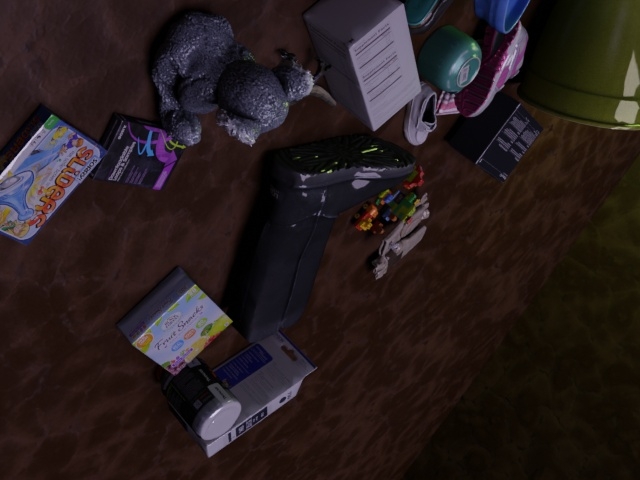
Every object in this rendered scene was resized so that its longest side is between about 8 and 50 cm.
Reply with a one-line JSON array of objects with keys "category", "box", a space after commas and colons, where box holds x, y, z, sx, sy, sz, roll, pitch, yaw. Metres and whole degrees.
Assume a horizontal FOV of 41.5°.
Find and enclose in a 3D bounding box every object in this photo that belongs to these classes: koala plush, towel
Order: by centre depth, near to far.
[{"category": "koala plush", "box": [-0.138, -0.239, 1.334, 0.196, 0.221, 0.203, -40, 145, -22]}, {"category": "towel", "box": [0.352, -0.385, 2.011, 0.144, 0.029, 0.197, -14, 135, -44]}]

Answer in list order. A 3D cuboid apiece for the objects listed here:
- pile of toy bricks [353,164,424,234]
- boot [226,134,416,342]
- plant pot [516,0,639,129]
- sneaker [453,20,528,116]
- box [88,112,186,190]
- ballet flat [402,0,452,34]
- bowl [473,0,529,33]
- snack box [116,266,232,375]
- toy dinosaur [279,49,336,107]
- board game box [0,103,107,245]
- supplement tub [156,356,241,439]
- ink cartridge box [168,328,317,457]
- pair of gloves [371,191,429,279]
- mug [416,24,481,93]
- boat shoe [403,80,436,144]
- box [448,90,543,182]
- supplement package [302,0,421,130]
[{"category": "pile of toy bricks", "box": [0.189, -0.085, 2.066, 0.212, 0.105, 0.118, -50, 150, 4]}, {"category": "boot", "box": [-0.002, 0.000, 1.867, 0.367, 0.146, 0.445, -9, 129, -35]}, {"category": "plant pot", "box": [0.702, -0.500, 2.062, 0.366, 0.366, 0.353, -18, 127, -41]}, {"category": "sneaker", "box": [0.403, -0.393, 1.941, 0.111, 0.103, 0.252, 2, 125, -48]}, {"category": "box", "box": [-0.305, -0.146, 1.427, 0.162, 0.029, 0.116, 6, 120, -54]}, {"category": "ballet flat", "box": [0.254, -0.526, 1.665, 0.280, 0.095, 0.096, -50, 161, 10]}, {"category": "bowl", "box": [0.408, -0.606, 1.656, 0.391, 0.077, 0.391, -59, 166, -25]}, {"category": "snack box", "box": [-0.299, 0.172, 1.762, 0.174, 0.070, 0.207, -44, 148, -6]}, {"category": "toy dinosaur", "box": [-0.046, -0.290, 1.575, 0.268, 0.064, 0.118, -17, 144, -46]}, {"category": "board game box", "box": [-0.440, -0.097, 1.300, 0.201, 0.035, 0.136, -50, 150, 2]}, {"category": "supplement tub", "box": [-0.273, 0.336, 1.864, 0.117, 0.190, 0.117, -33, 148, -24]}, {"category": "ink cartridge box", "box": [-0.183, 0.358, 2.033, 0.332, 0.165, 0.065, -32, 146, -25]}, {"category": "pair of gloves", "box": [0.209, -0.007, 2.227, 0.204, 0.042, 0.240, -42, 161, -22]}, {"category": "mug", "box": [0.297, -0.390, 1.863, 0.157, 0.097, 0.129, 9, 118, -55]}, {"category": "boat shoe", "box": [0.238, -0.282, 1.943, 0.066, 0.063, 0.184, -31, 146, -28]}, {"category": "box", "box": [0.459, -0.270, 2.195, 0.184, 0.103, 0.261, -57, 154, 9]}, {"category": "supplement package", "box": [0.084, -0.350, 1.589, 0.134, 0.139, 0.244, -41, 150, -10]}]
